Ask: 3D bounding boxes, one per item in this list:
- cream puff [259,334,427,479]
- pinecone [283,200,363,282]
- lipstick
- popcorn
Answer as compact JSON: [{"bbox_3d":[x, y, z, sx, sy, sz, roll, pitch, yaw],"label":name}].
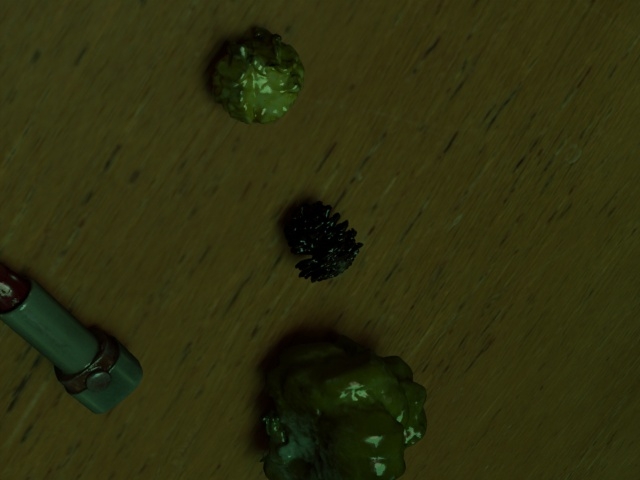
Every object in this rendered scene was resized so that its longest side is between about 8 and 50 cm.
[{"bbox_3d":[0.041,0.211,0.862,0.194,0.195,0.221,-12,129,-29],"label":"cream puff"},{"bbox_3d":[0.000,0.000,0.762,0.077,0.077,0.083,-31,100,-15],"label":"pinecone"},{"bbox_3d":[-0.238,0.082,0.659,0.063,0.057,0.186,-39,131,-7],"label":"lipstick"},{"bbox_3d":[-0.055,-0.140,0.638,0.082,0.057,0.083,-38,137,1],"label":"popcorn"}]
